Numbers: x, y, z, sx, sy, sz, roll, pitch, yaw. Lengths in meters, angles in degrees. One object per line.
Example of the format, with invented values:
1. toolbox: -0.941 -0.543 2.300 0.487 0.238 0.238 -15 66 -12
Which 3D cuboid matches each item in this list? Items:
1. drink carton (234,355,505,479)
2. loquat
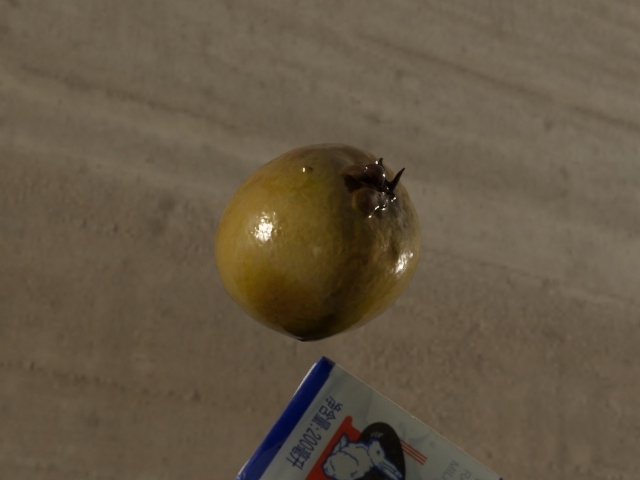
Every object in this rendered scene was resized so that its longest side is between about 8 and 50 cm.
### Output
1. drink carton: 0.087 0.237 0.934 0.315 0.130 0.106 34 -30 3
2. loquat: 0.000 0.000 0.873 0.163 0.137 0.163 -19 -17 -6
